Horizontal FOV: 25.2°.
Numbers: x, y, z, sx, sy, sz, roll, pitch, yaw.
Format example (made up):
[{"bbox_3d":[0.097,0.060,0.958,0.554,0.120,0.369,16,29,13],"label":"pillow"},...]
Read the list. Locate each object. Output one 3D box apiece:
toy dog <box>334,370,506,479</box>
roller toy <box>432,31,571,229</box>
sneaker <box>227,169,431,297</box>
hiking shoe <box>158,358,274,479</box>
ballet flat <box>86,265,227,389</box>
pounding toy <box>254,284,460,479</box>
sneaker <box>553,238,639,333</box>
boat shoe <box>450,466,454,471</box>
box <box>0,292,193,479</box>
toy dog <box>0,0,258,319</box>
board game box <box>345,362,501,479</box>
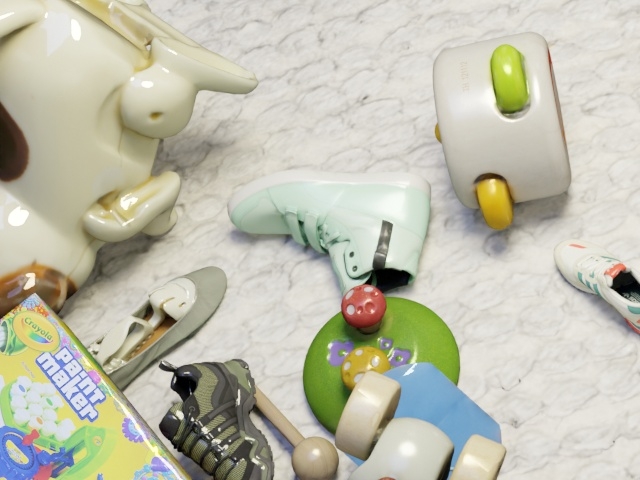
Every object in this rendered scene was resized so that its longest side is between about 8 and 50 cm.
[{"bbox_3d":[0.053,0.296,1.340,0.220,0.333,0.161,6,18,24],"label":"toy dog"},{"bbox_3d":[0.205,-0.134,1.661,0.146,0.209,0.191,-10,20,12],"label":"roller toy"},{"bbox_3d":[0.000,0.000,1.703,0.256,0.094,0.151,-3,60,19],"label":"sneaker"},{"bbox_3d":[-0.122,0.227,1.577,0.114,0.086,0.226,4,42,-20],"label":"hiking shoe"},{"bbox_3d":[-0.200,0.098,1.722,0.213,0.068,0.072,-43,55,-11],"label":"ballet flat"},{"bbox_3d":[0.034,0.138,1.589,0.237,0.110,0.183,-35,53,-5],"label":"pounding toy"},{"bbox_3d":[0.319,0.036,1.577,0.057,0.075,0.161,-41,55,-9],"label":"sneaker"},{"bbox_3d":[0.162,0.290,1.458,0.258,0.109,0.089,16,75,11],"label":"boat shoe"},{"bbox_3d":[-0.308,0.267,1.531,0.279,0.177,0.290,-39,73,-8],"label":"box"},{"bbox_3d":[-0.317,-0.086,1.716,0.285,0.395,0.407,32,106,19],"label":"toy dog"},{"bbox_3d":[0.109,0.213,1.534,0.169,0.033,0.133,42,86,-1],"label":"board game box"}]
